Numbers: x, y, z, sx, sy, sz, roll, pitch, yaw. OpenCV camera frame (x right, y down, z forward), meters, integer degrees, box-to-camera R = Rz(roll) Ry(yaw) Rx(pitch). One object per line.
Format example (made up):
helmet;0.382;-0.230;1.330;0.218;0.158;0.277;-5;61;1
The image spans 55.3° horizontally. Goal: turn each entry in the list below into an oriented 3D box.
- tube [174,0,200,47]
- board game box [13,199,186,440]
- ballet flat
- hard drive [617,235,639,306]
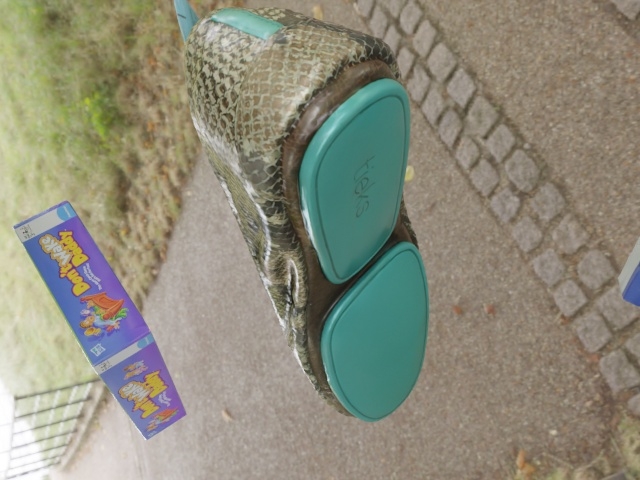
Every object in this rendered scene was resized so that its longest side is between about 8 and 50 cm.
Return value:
tube;-0.123;-0.188;0.692;0.207;0.052;0.080;68;180;-70
board game box;-0.309;0.134;0.901;0.233;0.078;0.347;50;157;24
ballet flat;0.000;0.000;0.549;0.182;0.164;0.483;38;160;31
hard drive;0.342;-0.068;0.348;0.040;0.210;0.319;-64;-14;-54
